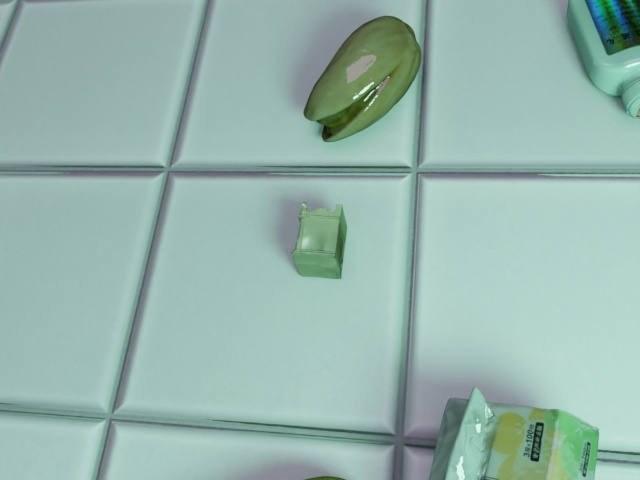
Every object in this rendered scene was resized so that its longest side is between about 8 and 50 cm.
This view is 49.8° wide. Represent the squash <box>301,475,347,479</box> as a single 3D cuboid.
[{"bbox_3d":[-0.026,0.343,0.794,0.187,0.123,0.123,-25,62,-9],"label":"squash"}]

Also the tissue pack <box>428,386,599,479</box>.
[{"bbox_3d":[0.183,0.286,0.736,0.159,0.145,0.229,-6,59,46],"label":"tissue pack"}]

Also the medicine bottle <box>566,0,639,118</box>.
[{"bbox_3d":[0.457,-0.290,1.030,0.121,0.083,0.228,-11,61,6],"label":"medicine bottle"}]

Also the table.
[{"bbox_3d":[0.000,0.000,0.975,0.062,0.079,0.083,4,63,10],"label":"table"}]

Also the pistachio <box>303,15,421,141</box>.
[{"bbox_3d":[0.067,-0.250,1.069,0.136,0.136,0.226,40,84,25],"label":"pistachio"}]
